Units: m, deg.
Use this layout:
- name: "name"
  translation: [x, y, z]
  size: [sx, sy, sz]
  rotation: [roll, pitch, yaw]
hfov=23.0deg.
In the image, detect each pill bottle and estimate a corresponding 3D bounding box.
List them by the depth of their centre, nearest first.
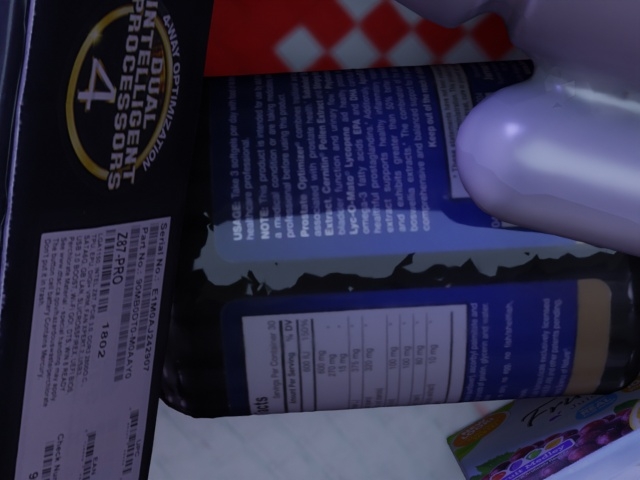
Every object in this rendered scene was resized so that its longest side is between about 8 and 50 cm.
- name: "pill bottle"
  translation: [0.000, 0.000, 0.560]
  size: [0.219, 0.123, 0.123]
  rotation: [-3, 95, -1]

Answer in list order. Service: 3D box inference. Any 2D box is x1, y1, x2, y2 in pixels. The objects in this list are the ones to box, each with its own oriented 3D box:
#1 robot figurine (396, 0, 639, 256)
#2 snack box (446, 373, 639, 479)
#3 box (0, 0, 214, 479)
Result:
- name: "robot figurine"
  translation: [0.140, -0.135, 0.454]
  size: [0.353, 0.200, 0.300]
  rotation: [17, 95, 2]
- name: "snack box"
  translation: [0.122, 0.066, 0.580]
  size: [0.141, 0.100, 0.037]
  rotation: [-28, 97, 0]
- name: "box"
  translation: [-0.177, -0.134, 0.469]
  size: [0.318, 0.097, 0.395]
  rotation: [13, 101, 26]
